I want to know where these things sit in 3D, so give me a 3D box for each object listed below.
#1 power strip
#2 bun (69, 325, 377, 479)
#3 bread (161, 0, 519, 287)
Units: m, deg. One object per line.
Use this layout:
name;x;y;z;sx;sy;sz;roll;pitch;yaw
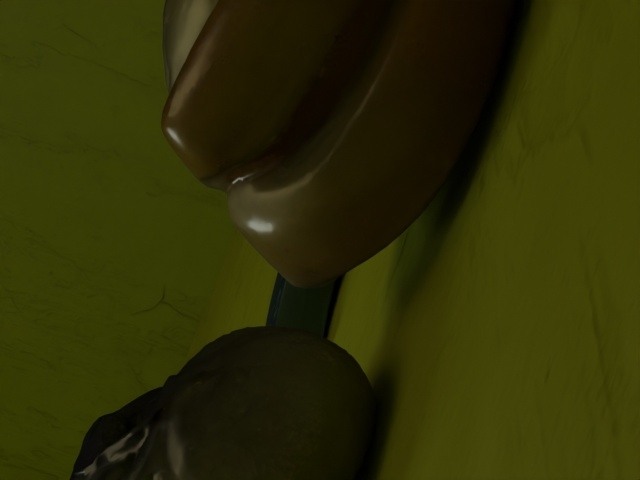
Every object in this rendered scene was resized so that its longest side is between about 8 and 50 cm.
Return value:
power strip;0.000;0.000;1.654;0.167;0.054;0.253;155;131;-78
bun;-0.083;0.177;1.223;0.273;0.168;0.273;-46;15;16
bread;-0.001;-0.165;1.331;0.424;0.245;0.329;-83;13;-46
